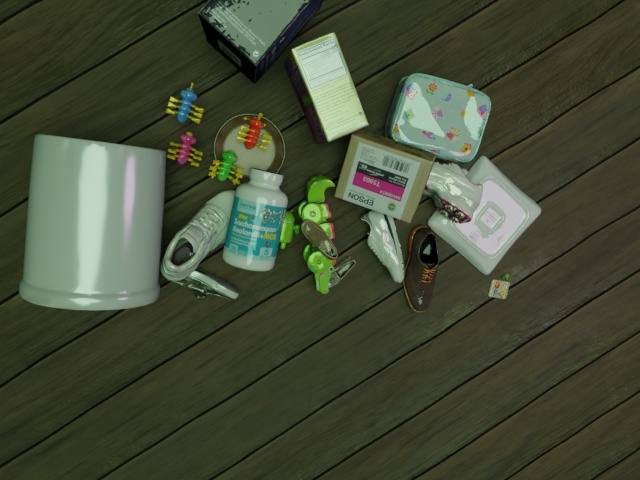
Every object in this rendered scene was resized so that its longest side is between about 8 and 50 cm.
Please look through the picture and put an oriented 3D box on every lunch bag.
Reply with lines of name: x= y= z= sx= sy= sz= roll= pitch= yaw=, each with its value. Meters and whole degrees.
lunch bag: x=0.340 y=-0.354 z=1.490 sx=0.279 sy=0.108 sz=0.224 roll=14 pitch=96 yaw=-11

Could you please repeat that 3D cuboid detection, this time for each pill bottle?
pill bottle: x=-0.173 y=-0.059 z=1.406 sx=0.146 sy=0.146 sz=0.264 roll=11 pitch=98 yaw=-10

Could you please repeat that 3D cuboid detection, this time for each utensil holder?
utensil holder: x=-0.558 y=-0.052 z=1.295 sx=0.327 sy=0.327 sz=0.386 roll=6 pitch=98 yaw=-10

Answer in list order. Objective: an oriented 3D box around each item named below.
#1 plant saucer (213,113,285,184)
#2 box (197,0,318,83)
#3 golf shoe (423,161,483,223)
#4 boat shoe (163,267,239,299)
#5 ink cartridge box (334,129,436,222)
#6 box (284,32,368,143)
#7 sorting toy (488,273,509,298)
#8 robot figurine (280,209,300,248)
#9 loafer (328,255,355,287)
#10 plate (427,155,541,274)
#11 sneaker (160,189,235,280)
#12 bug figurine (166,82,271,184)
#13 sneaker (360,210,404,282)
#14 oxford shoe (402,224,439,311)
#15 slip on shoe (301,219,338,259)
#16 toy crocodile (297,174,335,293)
plant saucer: x=-0.200 y=-0.256 z=1.460 sx=0.198 sy=0.036 sz=0.199 roll=-1 pitch=100 yaw=-8
box: x=-0.131 y=-0.575 z=1.283 sx=0.182 sy=0.296 sz=0.294 roll=40 pitch=92 yaw=-12
golf shoe: x=0.342 y=-0.184 z=1.519 sx=0.306 sy=0.115 sz=0.140 roll=39 pitch=79 yaw=-5
boat shoe: x=-0.342 y=0.126 z=1.488 sx=0.219 sy=0.078 sz=0.070 roll=26 pitch=94 yaw=-4
ink cartridge box: x=0.177 y=-0.180 z=1.437 sx=0.234 sy=0.088 sz=0.193 roll=20 pitch=119 yaw=9
box: x=0.010 y=-0.393 z=1.377 sx=0.117 sy=0.213 sz=0.243 roll=-23 pitch=102 yaw=-5
sorting toy: x=0.577 y=0.144 z=1.658 sx=0.062 sy=0.012 sz=0.083 roll=10 pitch=98 yaw=-10
robot figurine: x=-0.111 y=-0.036 z=1.495 sx=0.101 sy=0.067 sz=0.115 roll=10 pitch=98 yaw=2
loafer: x=0.056 y=0.096 z=1.557 sx=0.125 sy=0.039 sz=0.045 roll=-44 pitch=102 yaw=0
plate: x=0.516 y=-0.071 z=1.597 sx=0.277 sy=0.045 sz=0.278 roll=39 pitch=93 yaw=-13
sneaker: x=-0.312 y=-0.018 z=1.403 sx=0.114 sy=0.152 sz=0.305 roll=37 pitch=72 yaw=-5
bug figurine: x=-0.284 y=-0.276 z=1.378 sx=0.278 sy=0.072 sz=0.216 roll=20 pitch=104 yaw=-24
sneaker: x=0.193 y=0.019 z=1.552 sx=0.094 sy=0.090 sz=0.235 roll=-15 pitch=98 yaw=7
oxford shoe: x=0.307 y=0.094 z=1.565 sx=0.096 sy=0.098 sz=0.272 roll=-3 pitch=100 yaw=-8
slip on shoe: x=0.000 y=0.000 z=1.413 sx=0.051 sy=0.041 sz=0.135 roll=-38 pitch=103 yaw=-6
toy crocodile: x=-0.001 y=-0.015 z=1.491 sx=0.105 sy=0.115 sz=0.341 roll=-7 pitch=100 yaw=-8
